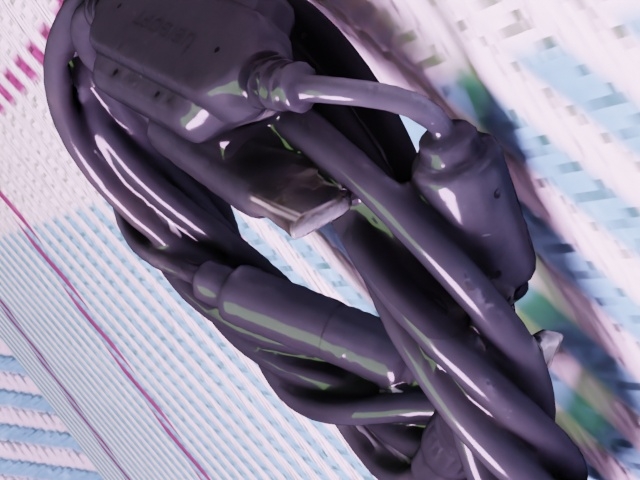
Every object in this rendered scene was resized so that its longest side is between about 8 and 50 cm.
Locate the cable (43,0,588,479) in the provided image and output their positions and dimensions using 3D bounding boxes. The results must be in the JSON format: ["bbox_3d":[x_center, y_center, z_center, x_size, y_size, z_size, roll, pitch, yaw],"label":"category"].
[{"bbox_3d":[0.000,0.000,0.419,0.150,0.047,0.184,55,165,-28],"label":"cable"}]
